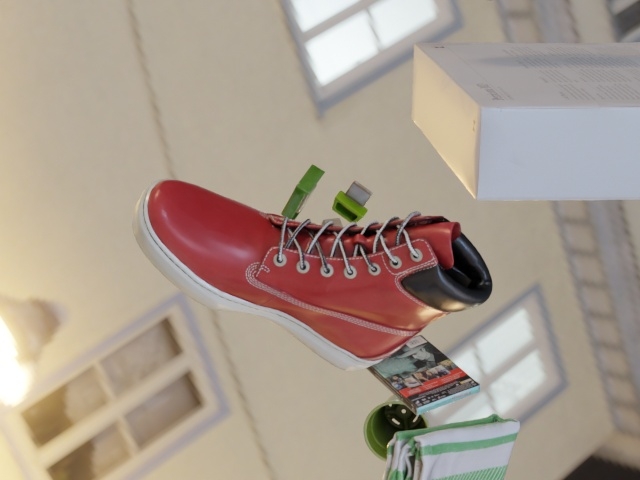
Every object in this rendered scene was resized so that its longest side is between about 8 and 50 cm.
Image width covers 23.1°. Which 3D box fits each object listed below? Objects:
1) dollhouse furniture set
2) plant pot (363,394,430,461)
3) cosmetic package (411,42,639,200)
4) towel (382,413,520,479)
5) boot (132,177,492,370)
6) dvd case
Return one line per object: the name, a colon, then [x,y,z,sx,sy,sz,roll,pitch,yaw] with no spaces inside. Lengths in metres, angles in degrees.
dollhouse furniture set: [0.038,-0.012,1.603,0.152,0.076,0.058,35,-38,1]
plant pot: [0.101,0.226,1.956,0.083,0.079,0.083,3,-74,10]
cosmetic package: [0.258,-0.127,1.555,0.377,0.284,0.097,-109,-159,-73]
towel: [0.105,0.328,1.455,0.038,0.248,0.324,11,-86,28]
boot: [0.000,0.000,1.140,0.244,0.088,0.176,28,-38,-26]
dvd case: [0.112,0.151,1.774,0.119,0.087,0.013,40,-41,46]
